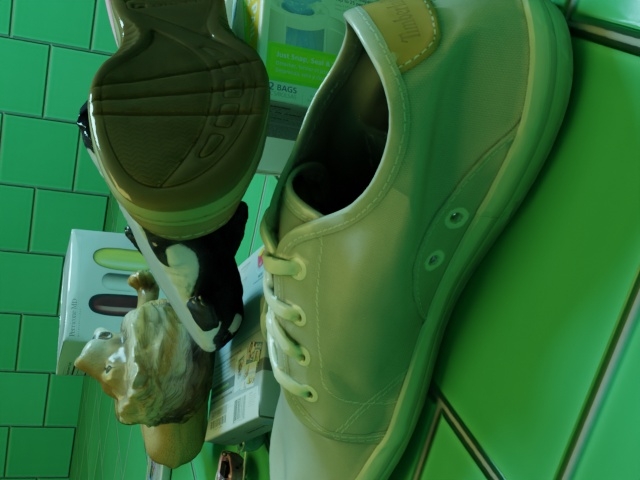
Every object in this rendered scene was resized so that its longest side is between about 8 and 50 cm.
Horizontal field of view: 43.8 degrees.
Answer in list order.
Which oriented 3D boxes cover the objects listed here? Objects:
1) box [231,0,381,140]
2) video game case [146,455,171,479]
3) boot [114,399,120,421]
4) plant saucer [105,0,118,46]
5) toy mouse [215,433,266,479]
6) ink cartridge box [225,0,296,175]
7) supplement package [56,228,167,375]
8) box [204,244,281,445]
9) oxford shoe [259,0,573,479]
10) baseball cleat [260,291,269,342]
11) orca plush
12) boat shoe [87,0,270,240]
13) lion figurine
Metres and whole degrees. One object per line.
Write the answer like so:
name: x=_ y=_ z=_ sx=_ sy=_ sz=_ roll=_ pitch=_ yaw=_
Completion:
box: x=-0.013 y=-0.197 z=0.697 sx=0.103 sy=0.114 sz=0.203 roll=163 pitch=112 yaw=-67
video game case: x=-0.283 y=0.399 z=1.394 sx=0.143 sy=0.019 sz=0.157 roll=-164 pitch=80 yaw=-70
boot: x=-0.334 y=0.219 z=1.498 sx=0.269 sy=0.089 sz=0.236 roll=134 pitch=128 yaw=-59
plant saucer: x=-0.234 y=-0.328 z=1.229 sx=0.332 sy=0.084 sz=0.332 roll=45 pitch=149 yaw=38
toy mouse: x=-0.087 y=0.228 z=0.890 sx=0.143 sy=0.031 sz=0.161 roll=-129 pitch=52 yaw=-63
ink cartridge box: x=-0.091 y=-0.223 z=0.912 sx=0.273 sy=0.115 sz=0.198 roll=-115 pitch=36 yaw=-55
supplement package: x=-0.308 y=0.106 z=1.278 sx=0.149 sy=0.203 sz=0.194 roll=126 pitch=144 yaw=-54
box: x=-0.070 y=0.107 z=0.824 sx=0.145 sy=0.038 sz=0.186 roll=-39 pitch=43 yaw=54
oxford shoe: x=0.014 y=0.032 z=0.543 sx=0.169 sy=0.130 sz=0.449 roll=-112 pitch=32 yaw=-48
baseball cleat: x=0.000 y=0.000 z=0.699 sx=0.109 sy=0.072 sz=0.206 roll=-90 pitch=21 yaw=-56
orca plush: x=-0.123 y=-0.020 z=0.748 sx=0.151 sy=0.102 sz=0.287 roll=23 pitch=145 yaw=58
boat shoe: x=-0.105 y=-0.100 z=0.612 sx=0.341 sy=0.122 sz=0.110 roll=-103 pitch=12 yaw=-50
lion figurine: x=-0.183 y=0.186 z=0.990 sx=0.392 sy=0.142 sz=0.240 roll=85 pitch=176 yaw=-49
